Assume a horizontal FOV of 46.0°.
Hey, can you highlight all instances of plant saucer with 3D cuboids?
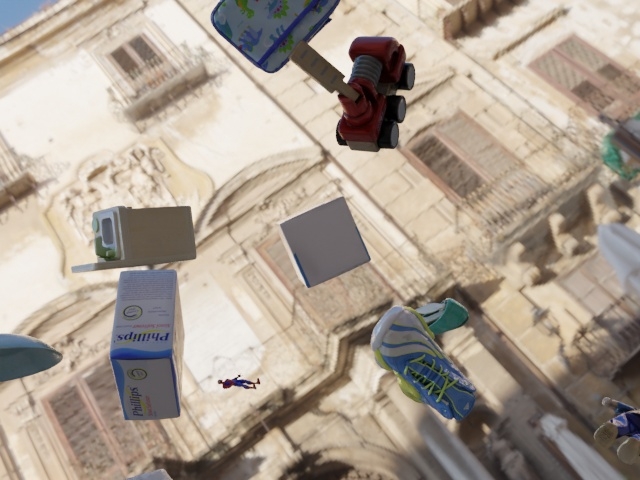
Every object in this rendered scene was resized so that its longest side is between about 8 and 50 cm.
[{"bbox_3d":[-0.476,0.167,1.089,0.195,0.037,0.195,-13,-19,-5],"label":"plant saucer"}]

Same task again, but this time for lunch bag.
[{"bbox_3d":[-0.078,-0.431,1.395,0.176,0.090,0.219,43,-76,-14],"label":"lunch bag"}]

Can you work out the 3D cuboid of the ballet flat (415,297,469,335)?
[{"bbox_3d":[0.243,0.204,1.837,0.247,0.087,0.083,-33,18,33],"label":"ballet flat"}]

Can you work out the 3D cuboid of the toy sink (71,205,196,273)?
[{"bbox_3d":[-0.412,-0.007,1.637,0.234,0.131,0.153,-6,-1,-37],"label":"toy sink"}]

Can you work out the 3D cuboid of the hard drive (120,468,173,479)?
[{"bbox_3d":[-0.268,0.574,1.423,0.040,0.307,0.203,-49,-21,9],"label":"hard drive"}]

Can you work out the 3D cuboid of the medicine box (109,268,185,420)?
[{"bbox_3d":[-0.433,0.265,1.922,0.149,0.289,0.263,-2,-45,-6],"label":"medicine box"}]

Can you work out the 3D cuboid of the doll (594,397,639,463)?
[{"bbox_3d":[0.481,0.282,1.142,0.189,0.129,0.046,1,-64,-47],"label":"doll"}]

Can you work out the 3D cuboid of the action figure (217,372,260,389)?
[{"bbox_3d":[-0.206,0.352,1.870,0.038,0.115,0.030,-55,-48,-52],"label":"action figure"}]

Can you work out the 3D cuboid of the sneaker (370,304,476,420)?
[{"bbox_3d":[0.157,0.176,1.047,0.091,0.126,0.240,-53,-36,-12],"label":"sneaker"}]

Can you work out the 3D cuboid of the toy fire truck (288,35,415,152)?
[{"bbox_3d":[0.064,-0.317,1.452,0.246,0.159,0.217,53,-130,-58],"label":"toy fire truck"}]

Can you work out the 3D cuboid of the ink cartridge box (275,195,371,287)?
[{"bbox_3d":[0.000,0.000,2.172,0.197,0.198,0.270,-24,4,-5],"label":"ink cartridge box"}]
